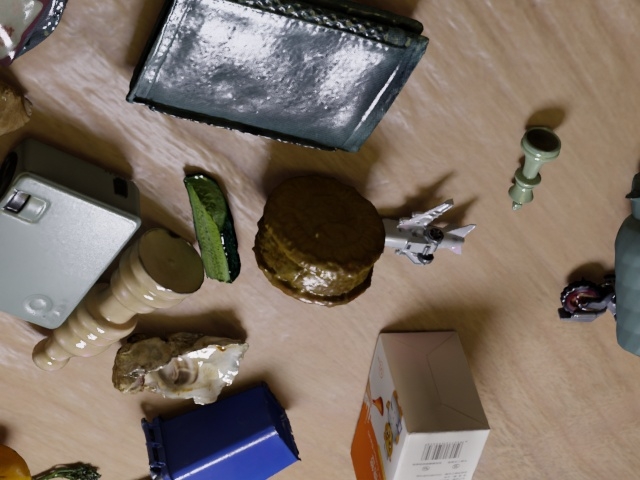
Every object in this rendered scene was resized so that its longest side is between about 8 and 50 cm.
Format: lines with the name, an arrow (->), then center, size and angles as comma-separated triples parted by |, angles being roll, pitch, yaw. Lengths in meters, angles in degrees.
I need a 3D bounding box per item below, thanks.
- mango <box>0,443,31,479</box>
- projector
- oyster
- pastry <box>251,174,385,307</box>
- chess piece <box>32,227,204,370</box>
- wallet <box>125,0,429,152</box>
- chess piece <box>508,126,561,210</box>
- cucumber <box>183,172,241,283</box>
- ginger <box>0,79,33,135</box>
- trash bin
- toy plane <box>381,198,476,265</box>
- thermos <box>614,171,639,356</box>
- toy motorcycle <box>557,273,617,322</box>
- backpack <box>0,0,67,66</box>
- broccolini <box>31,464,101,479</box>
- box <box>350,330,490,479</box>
mango -> -0.595, 0.416, 2.034 | 0.252, 0.154, 0.126 | -12, 143, 19
projector -> -0.395, -0.010, 1.696 | 0.192, 0.099, 0.257 | 23, 126, -31
oyster -> -0.230, 0.194, 1.939 | 0.232, 0.107, 0.162 | -4, 132, -34
pastry -> 0.000, 0.000, 1.729 | 0.188, 0.189, 0.103 | 7, 139, -18
chess piece -> -0.325, 0.109, 1.809 | 0.307, 0.139, 0.124 | -36, 114, 25
wallet -> -0.059, -0.232, 1.574 | 0.342, 0.075, 0.237 | 10, 137, -23
chess piece -> 0.309, -0.099, 1.793 | 0.059, 0.059, 0.149 | 1, 140, -13
cucumber -> -0.150, -0.009, 1.775 | 0.046, 0.070, 0.220 | -33, 141, -22
ginger -> -0.451, -0.179, 1.542 | 0.165, 0.067, 0.096 | 12, 151, -22
trash bin -> -0.171, 0.351, 2.052 | 0.234, 0.163, 0.184 | -26, 133, 6
toy plane -> 0.145, -0.006, 1.839 | 0.171, 0.066, 0.162 | -2, 145, -16
thermos -> 0.540, 0.028, 1.872 | 0.182, 0.145, 0.287 | -17, 112, -33
toy motorcycle -> 0.498, 0.114, 2.019 | 0.215, 0.080, 0.123 | 4, 130, -8
backpack -> -0.352, -0.382, 1.284 | 0.283, 0.197, 0.317 | 30, 115, -33
broccolini -> -0.487, 0.433, 2.151 | 0.194, 0.054, 0.052 | -13, 105, 10
box -> 0.159, 0.348, 2.065 | 0.143, 0.225, 0.341 | 0, 133, -13
